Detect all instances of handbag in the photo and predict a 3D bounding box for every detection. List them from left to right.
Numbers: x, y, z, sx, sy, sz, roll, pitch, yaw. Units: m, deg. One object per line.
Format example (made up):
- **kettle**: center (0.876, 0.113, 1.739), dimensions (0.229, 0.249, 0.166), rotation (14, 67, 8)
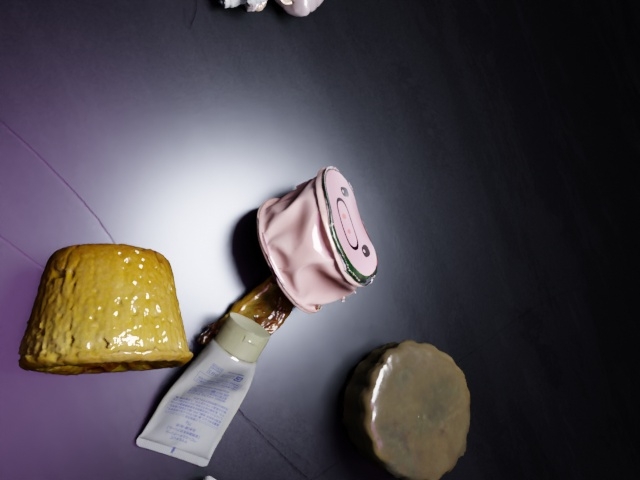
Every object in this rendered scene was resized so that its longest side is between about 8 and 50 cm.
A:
- **handbag**: center (0.001, -0.001, 0.790), dimensions (0.179, 0.117, 0.204), rotation (-12, 81, -68)

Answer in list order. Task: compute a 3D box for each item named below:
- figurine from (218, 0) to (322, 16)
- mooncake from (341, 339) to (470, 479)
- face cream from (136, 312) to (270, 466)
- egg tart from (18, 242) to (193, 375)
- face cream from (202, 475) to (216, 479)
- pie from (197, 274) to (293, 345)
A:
- **figurine**: center (-0.066, -0.436, 0.847), dimensions (0.229, 0.112, 0.137), rotation (-22, 87, -15)
- **mooncake**: center (0.144, 0.285, 0.870), dimensions (0.229, 0.124, 0.228), rotation (6, 77, -26)
- **face cream**: center (-0.161, 0.217, 0.741), dimensions (0.114, 0.070, 0.224), rotation (31, 91, -23)
- **egg tart**: center (-0.261, 0.090, 0.644), dimensions (0.203, 0.203, 0.147), rotation (7, 70, -27)
- **face cream**: center (-0.213, 0.457, 0.683), dimensions (0.082, 0.082, 0.269), rotation (47, 67, -16)
- **pie**: center (-0.100, 0.117, 0.807), dimensions (0.191, 0.033, 0.088), rotation (-41, 115, -18)
